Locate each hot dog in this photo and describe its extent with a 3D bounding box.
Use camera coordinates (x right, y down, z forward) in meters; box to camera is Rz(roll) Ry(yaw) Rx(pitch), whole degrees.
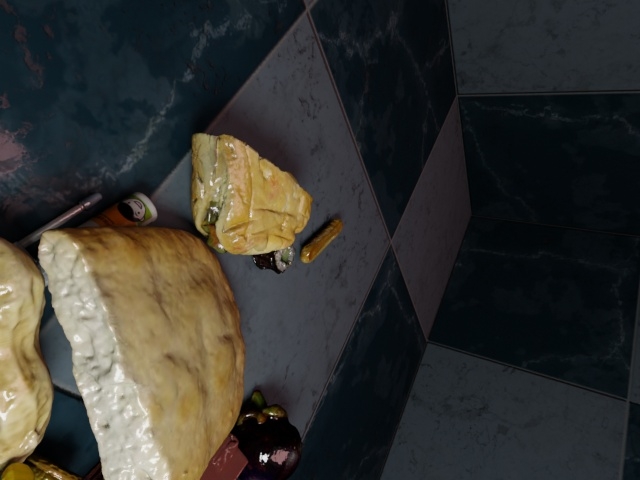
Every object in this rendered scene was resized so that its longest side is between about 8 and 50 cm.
[{"bbox_3d":[0.000,0.000,1.274,0.215,0.047,0.066,-45,149,-43],"label":"hot dog"}]

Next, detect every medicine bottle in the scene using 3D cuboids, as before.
[{"bbox_3d":[-0.373,-0.012,0.668,0.092,0.061,0.221,57,48,-17],"label":"medicine bottle"}]

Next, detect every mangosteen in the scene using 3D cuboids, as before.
[{"bbox_3d":[-0.142,0.507,1.083,0.194,0.194,0.231,39,45,-55],"label":"mangosteen"}]

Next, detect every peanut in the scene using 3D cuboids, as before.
[{"bbox_3d":[-0.425,0.154,0.540,0.140,0.153,0.326,-12,116,-59],"label":"peanut"}]

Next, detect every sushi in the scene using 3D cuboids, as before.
[{"bbox_3d":[-0.120,0.027,1.055,0.094,0.084,0.098,-49,133,-34],"label":"sushi"}]

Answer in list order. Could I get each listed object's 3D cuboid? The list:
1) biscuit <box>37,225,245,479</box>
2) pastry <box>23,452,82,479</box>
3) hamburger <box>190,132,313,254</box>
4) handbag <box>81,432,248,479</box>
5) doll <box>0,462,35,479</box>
[{"bbox_3d":[-0.238,0.186,0.727,0.446,0.103,0.430,-5,80,-77],"label":"biscuit"},{"bbox_3d":[-0.428,0.373,0.651,0.057,0.097,0.109,-55,142,-35],"label":"pastry"},{"bbox_3d":[-0.165,-0.068,0.880,0.330,0.161,0.209,33,74,-59],"label":"hamburger"},{"bbox_3d":[-0.302,0.470,0.849,0.275,0.084,0.260,-45,116,-43],"label":"handbag"},{"bbox_3d":[-0.486,0.388,0.494,0.316,0.103,0.145,-45,161,-5],"label":"doll"}]
